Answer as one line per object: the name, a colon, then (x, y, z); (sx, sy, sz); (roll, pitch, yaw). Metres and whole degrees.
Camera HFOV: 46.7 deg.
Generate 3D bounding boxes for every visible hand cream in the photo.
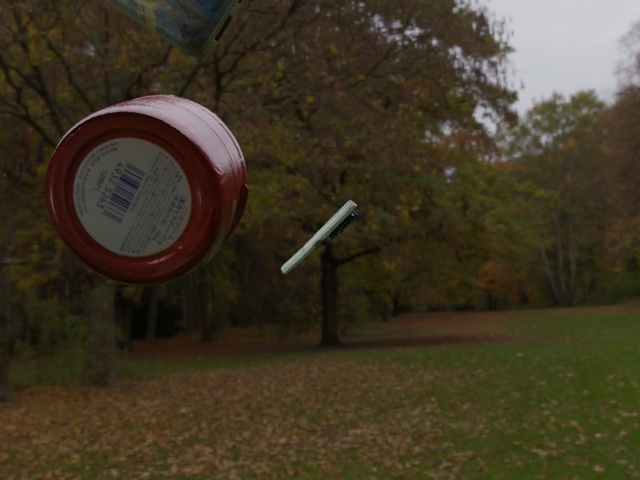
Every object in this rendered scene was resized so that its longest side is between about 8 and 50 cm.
hand cream: (-0.211, -0.065, 0.918); (0.230, 0.230, 0.149); (-4, 14, 9)

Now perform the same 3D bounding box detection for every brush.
brush: (0.000, 0.000, 0.610); (0.084, 0.013, 0.016); (-43, 24, 6)

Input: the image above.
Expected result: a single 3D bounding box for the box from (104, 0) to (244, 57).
box: (-0.183, -0.293, 0.677); (0.285, 0.142, 0.044); (34, 3, 11)
